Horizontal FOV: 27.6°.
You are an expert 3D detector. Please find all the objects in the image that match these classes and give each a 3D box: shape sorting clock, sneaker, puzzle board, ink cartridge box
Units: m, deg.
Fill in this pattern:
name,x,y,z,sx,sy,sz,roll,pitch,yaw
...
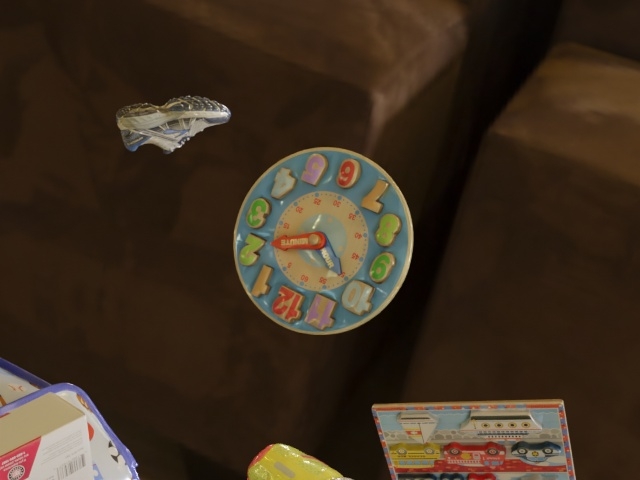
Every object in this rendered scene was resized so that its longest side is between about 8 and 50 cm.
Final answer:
name,x,y,z,sx,sy,sz,roll,pitch,yaw
shape sorting clock,0.000,0.000,1.416,0.206,0.206,0.040,26,7,20
sneaker,-0.011,0.202,0.947,0.094,0.208,0.081,35,64,19
sneaker,-0.173,-0.135,1.541,0.135,0.058,0.052,-7,28,-13
puzzle board,0.105,0.144,0.884,0.128,0.096,0.011,-4,42,15
ink cartridge box,-0.275,0.238,1.237,0.063,0.150,0.109,23,35,39

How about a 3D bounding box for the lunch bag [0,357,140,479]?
name,x,y,z,sx,sy,sz,roll,pitch,yaw
lunch bag,-0.505,0.335,1.924,0.385,0.239,0.328,24,24,25
